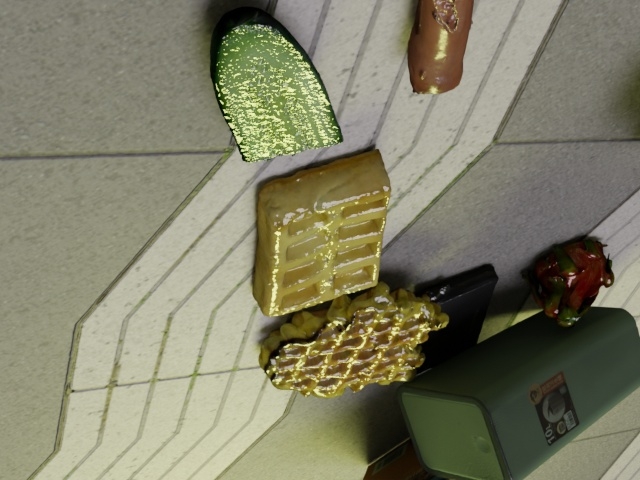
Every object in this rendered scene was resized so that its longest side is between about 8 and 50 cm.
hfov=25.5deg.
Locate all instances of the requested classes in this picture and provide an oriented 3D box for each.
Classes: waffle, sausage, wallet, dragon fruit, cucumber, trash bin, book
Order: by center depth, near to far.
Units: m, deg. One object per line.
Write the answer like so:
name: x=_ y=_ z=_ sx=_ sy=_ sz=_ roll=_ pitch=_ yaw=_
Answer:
sausage: x=0.126 y=-0.257 z=1.461 sx=0.078 sy=0.078 sz=0.304 roll=-21 pitch=151 yaw=-10
cucumber: x=-0.054 y=-0.171 z=1.464 sx=0.115 sy=0.063 sz=0.244 roll=-17 pitch=152 yaw=1
waffle: x=0.000 y=0.000 z=1.799 sx=0.168 sy=0.057 sz=0.274 roll=-18 pitch=151 yaw=-15
waffle: x=0.052 y=0.153 z=2.070 sx=0.281 sy=0.058 sz=0.301 roll=-15 pitch=152 yaw=2
wallet: x=0.200 y=0.126 z=2.192 sx=0.149 sy=0.044 sz=0.250 roll=-20 pitch=151 yaw=-18
dragon fruit: x=0.385 y=0.069 z=2.197 sx=0.142 sy=0.175 sz=0.138 roll=2 pitch=142 yaw=11
trash bin: x=0.325 y=0.227 z=2.215 sx=0.343 sy=0.158 sz=0.223 roll=-29 pitch=-164 yaw=-29
book: x=0.157 y=0.399 z=2.414 sx=0.262 sy=0.028 sz=0.374 roll=-35 pitch=-175 yaw=17
